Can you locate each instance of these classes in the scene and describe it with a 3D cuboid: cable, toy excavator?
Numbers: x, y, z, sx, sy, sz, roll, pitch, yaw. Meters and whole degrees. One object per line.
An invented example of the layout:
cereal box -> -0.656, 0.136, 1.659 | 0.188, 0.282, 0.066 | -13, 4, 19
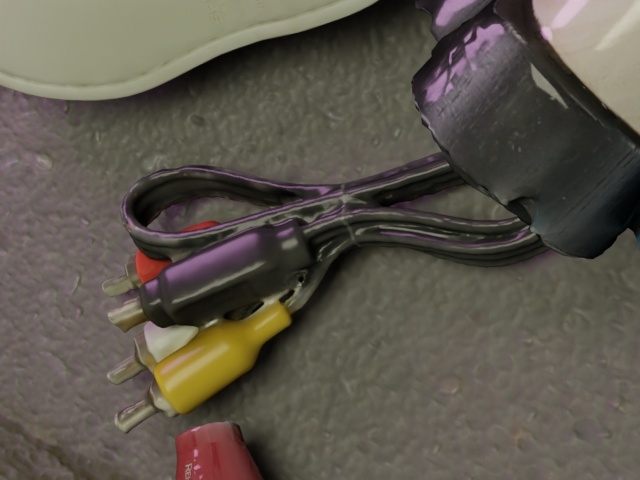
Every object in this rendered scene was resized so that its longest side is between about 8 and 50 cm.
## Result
cable -> 0.000, 0.000, 0.957 | 0.287, 0.072, 0.139 | -20, 55, 10
toy excavator -> 0.271, 0.002, 0.687 | 0.445, 0.433, 0.222 | 38, 110, -10

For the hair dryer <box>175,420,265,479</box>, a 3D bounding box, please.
hair dryer -> -0.091, 0.238, 0.928 | 0.223, 0.080, 0.294 | 20, 90, 29

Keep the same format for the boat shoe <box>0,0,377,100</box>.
boat shoe -> -0.076, -0.155, 0.988 | 0.305, 0.091, 0.109 | -10, 113, 27
